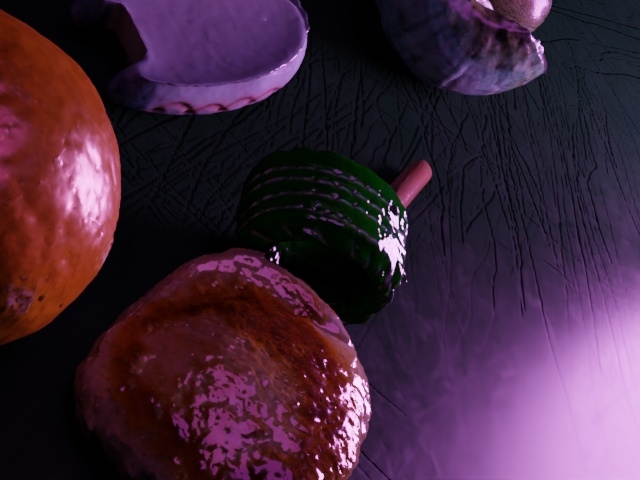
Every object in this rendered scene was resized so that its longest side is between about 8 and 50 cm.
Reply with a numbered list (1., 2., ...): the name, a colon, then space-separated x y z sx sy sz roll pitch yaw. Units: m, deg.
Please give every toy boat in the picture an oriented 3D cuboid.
1. toy boat: -0.104 -0.160 1.110 0.207 0.079 0.134 -17 67 -38

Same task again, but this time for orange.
1. orange: -0.221 -0.041 0.776 0.219 0.193 0.219 16 61 -32

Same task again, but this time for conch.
1. conch: 0.126 -0.228 1.338 0.176 0.122 0.188 6 52 -50

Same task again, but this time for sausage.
1. sausage: 0.071 -0.040 1.177 0.026 0.026 0.116 42 35 0

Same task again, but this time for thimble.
1. thimble: 0.000 0.000 0.995 0.130 0.118 0.090 13 46 -8

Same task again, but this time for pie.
1. pie: -0.054 0.095 0.873 0.179 0.084 0.205 44 39 2

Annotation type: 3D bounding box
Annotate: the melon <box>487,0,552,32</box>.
1. melon: 0.172 -0.286 1.442 0.167 0.114 0.114 43 36 -3
